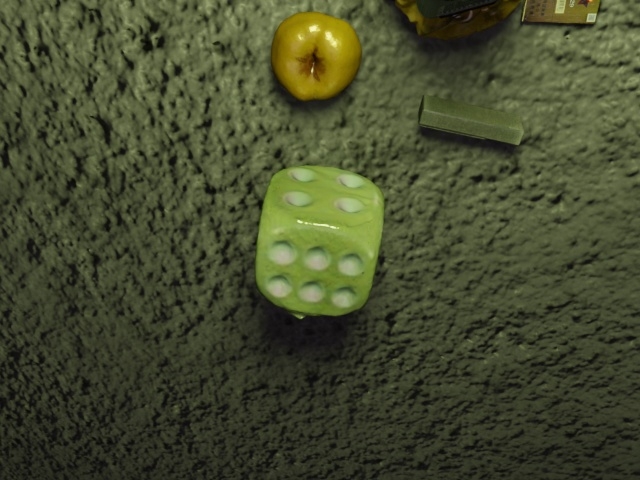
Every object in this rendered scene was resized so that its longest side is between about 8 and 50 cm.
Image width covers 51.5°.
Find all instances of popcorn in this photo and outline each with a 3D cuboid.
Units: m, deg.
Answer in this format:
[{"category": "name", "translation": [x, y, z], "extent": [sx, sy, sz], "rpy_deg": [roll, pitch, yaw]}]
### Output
[{"category": "popcorn", "translation": [0.228, -0.456, 1.127], "extent": [0.250, 0.190, 0.250], "rpy_deg": [7, 126, 9]}]

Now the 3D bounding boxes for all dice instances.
[{"category": "dice", "translation": [0.000, 0.000, 1.427], "extent": [0.252, 0.249, 0.254], "rpy_deg": [8, 125, 3]}]

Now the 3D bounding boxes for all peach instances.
[{"category": "peach", "translation": [-0.009, -0.352, 1.280], "extent": [0.179, 0.103, 0.179], "rpy_deg": [4, 121, 7]}]

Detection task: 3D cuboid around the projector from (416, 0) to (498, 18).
[{"category": "projector", "translation": [0.194, -0.460, 0.950], "extent": [0.163, 0.177, 0.242], "rpy_deg": [-11, 95, 7]}]

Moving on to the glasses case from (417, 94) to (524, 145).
[{"category": "glasses case", "translation": [0.300, -0.239, 1.334], "extent": [0.205, 0.071, 0.047], "rpy_deg": [12, 128, -1]}]

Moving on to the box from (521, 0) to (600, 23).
[{"category": "box", "translation": [0.439, -0.443, 1.205], "extent": [0.133, 0.023, 0.090], "rpy_deg": [3, 126, 6]}]
